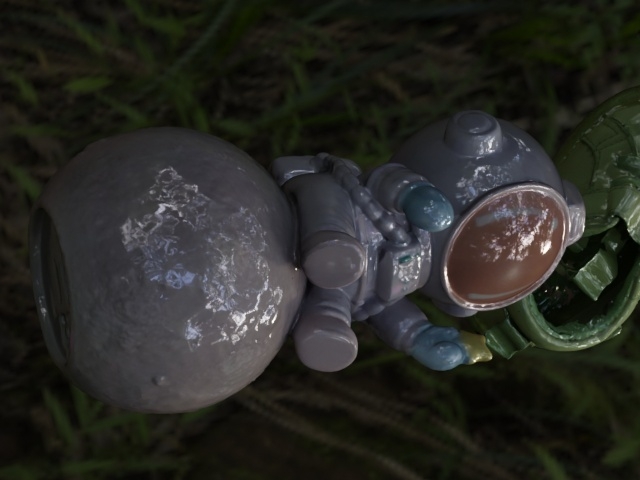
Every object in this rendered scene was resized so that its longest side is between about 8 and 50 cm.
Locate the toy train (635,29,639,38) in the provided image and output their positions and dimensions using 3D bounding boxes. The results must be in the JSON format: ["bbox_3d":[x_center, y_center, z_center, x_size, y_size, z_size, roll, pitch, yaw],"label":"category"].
[{"bbox_3d":[0.308,-0.130,0.931,0.154,0.269,0.115,49,-2,-17],"label":"toy train"}]

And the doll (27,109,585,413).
[{"bbox_3d":[0.000,0.000,0.921,0.287,0.151,0.151,-11,83,-19],"label":"doll"}]

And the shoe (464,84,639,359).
[{"bbox_3d":[0.231,-0.001,1.443,0.140,0.262,0.128,52,-1,-35],"label":"shoe"}]
